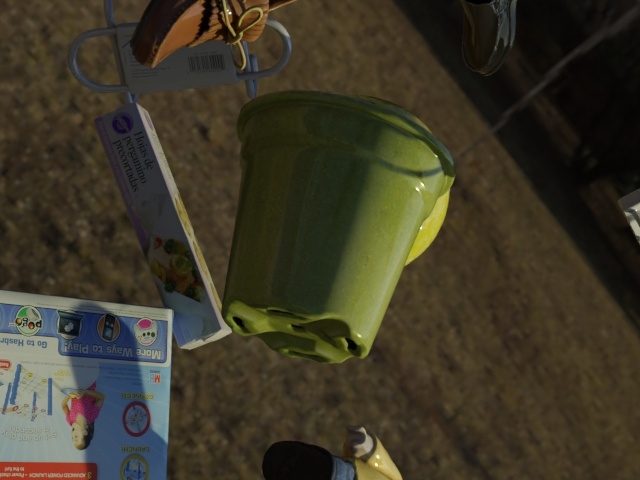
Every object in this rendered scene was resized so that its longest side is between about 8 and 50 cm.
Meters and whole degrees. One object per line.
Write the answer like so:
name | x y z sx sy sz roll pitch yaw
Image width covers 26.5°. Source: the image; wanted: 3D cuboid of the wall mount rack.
wall mount rack | -0.223 -0.358 2.107 0.130 0.350 0.304 -88 173 -55

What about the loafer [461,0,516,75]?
loafer | 0.152 -0.220 1.261 0.050 0.148 0.056 -14 40 -29

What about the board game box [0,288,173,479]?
board game box | -0.317 0.216 1.563 0.308 0.086 0.301 11 77 -45

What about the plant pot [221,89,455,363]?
plant pot | 0.000 0.000 1.620 0.276 0.276 0.253 36 61 -42

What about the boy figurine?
boy figurine | 0.040 0.281 1.367 0.285 0.092 0.177 31 64 -53

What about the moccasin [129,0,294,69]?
moccasin | -0.123 -0.342 1.961 0.147 0.139 0.380 47 45 6

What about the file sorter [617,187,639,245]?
file sorter | 0.493 0.040 1.541 0.277 0.193 0.173 49 17 -49

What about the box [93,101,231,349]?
box | -0.204 -0.018 1.753 0.067 0.063 0.324 48 20 -80

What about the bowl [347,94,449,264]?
bowl | 0.117 -0.092 2.194 0.156 0.289 0.289 -8 56 -40
